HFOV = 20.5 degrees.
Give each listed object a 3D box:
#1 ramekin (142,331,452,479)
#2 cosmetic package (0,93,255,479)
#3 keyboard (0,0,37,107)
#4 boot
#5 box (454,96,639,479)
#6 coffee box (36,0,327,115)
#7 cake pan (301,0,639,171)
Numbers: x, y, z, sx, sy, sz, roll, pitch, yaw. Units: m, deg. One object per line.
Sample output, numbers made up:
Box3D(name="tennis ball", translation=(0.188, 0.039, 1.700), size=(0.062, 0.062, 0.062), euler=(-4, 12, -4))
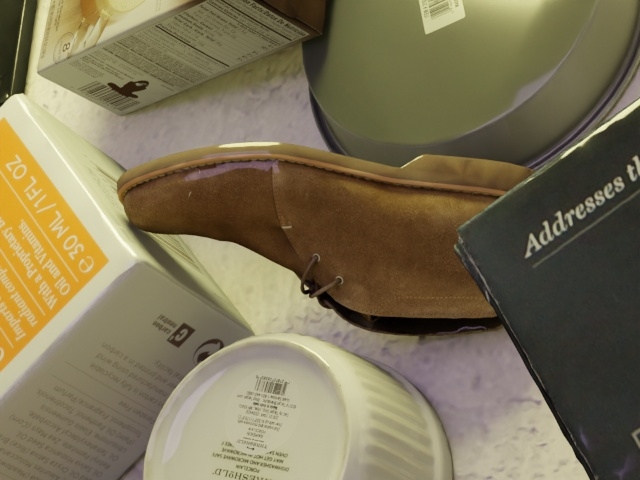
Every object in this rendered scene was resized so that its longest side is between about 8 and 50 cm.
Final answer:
Box3D(name="ramekin", translation=(-0.025, 0.161, 1.211), size=(0.207, 0.109, 0.207), euler=(-15, 59, 26))
Box3D(name="cosmetic package", translation=(-0.297, 0.136, 1.366), size=(0.453, 0.161, 0.230), euler=(-46, 50, 5))
Box3D(name="keyboard", translation=(-0.274, -0.248, 1.636), size=(0.201, 0.033, 0.317), euler=(-15, 60, 33))
Box3D(name="boot", translation=(0.000, 0.000, 1.240), size=(0.305, 0.112, 0.115), euler=(4, 77, 10))
Box3D(name="box", translation=(0.400, 0.079, 0.859), size=(0.480, 0.297, 0.472), euler=(-36, 53, 13))
Box3D(name="coffee box", translation=(-0.108, -0.208, 1.428), size=(0.246, 0.098, 0.141), euler=(-17, 57, 42))
Box3D(name="cake pan", translation=(0.106, -0.171, 1.336), size=(0.293, 0.054, 0.293), euler=(-15, 59, 27))
